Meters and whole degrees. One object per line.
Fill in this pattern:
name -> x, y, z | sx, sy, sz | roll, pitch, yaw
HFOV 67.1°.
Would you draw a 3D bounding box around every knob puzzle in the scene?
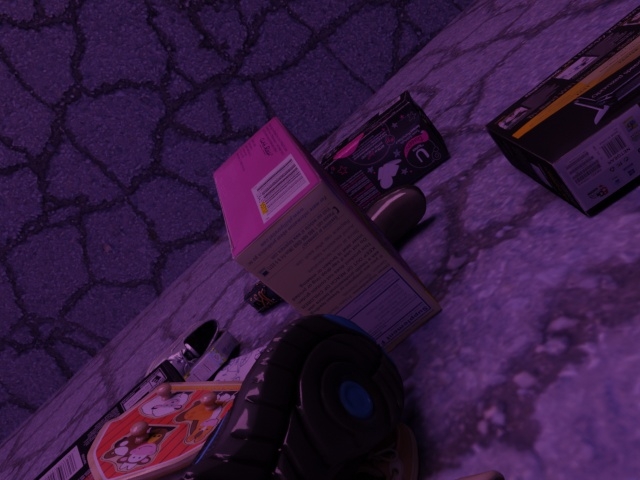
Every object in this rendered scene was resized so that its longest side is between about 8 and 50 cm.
knob puzzle -> -0.178, 0.207, 0.552 | 0.213, 0.030, 0.213 | -12, 11, 2

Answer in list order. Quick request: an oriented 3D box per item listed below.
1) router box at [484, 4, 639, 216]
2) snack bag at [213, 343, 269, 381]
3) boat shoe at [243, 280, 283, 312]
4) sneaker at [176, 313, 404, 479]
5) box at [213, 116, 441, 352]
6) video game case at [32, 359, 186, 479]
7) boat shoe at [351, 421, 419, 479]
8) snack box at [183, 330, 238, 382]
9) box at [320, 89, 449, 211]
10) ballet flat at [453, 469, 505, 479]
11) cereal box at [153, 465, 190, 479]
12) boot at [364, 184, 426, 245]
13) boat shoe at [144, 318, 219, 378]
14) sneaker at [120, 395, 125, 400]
router box -> 0.376, -0.186, 0.570 | 0.309, 0.081, 0.243 | -38, 16, 16
snack bag -> -0.122, 0.270, 0.671 | 0.323, 0.037, 0.342 | -28, 21, 41
boat shoe -> -0.108, 0.114, 1.006 | 0.083, 0.065, 0.183 | -48, 10, -13
sneaker -> -0.042, 0.173, 0.378 | 0.139, 0.125, 0.341 | -54, -11, 31
box -> 0.002, -0.002, 0.601 | 0.117, 0.243, 0.213 | -40, 33, 8
video game case -> -0.253, 0.308, 0.604 | 0.275, 0.035, 0.248 | -43, 34, -18
boat shoe -> 0.038, 0.213, 0.402 | 0.056, 0.048, 0.153 | -25, 24, 47
snack box -> -0.213, 0.233, 0.923 | 0.100, 0.037, 0.141 | -45, 3, 0
box -> 0.132, -0.182, 1.047 | 0.247, 0.142, 0.163 | -35, 16, 22
ballet flat -> 0.022, 0.234, 0.301 | 0.248, 0.086, 0.086 | -47, 16, -18
cereal box -> -0.104, 0.281, 0.436 | 0.240, 0.047, 0.173 | -7, 35, 30
boot -> 0.082, 0.031, 0.764 | 0.246, 0.083, 0.161 | -40, 26, 18
boat shoe -> -0.302, 0.253, 1.071 | 0.081, 0.079, 0.227 | -36, 13, 39
sneaker -> -0.322, 0.361, 0.762 | 0.131, 0.112, 0.296 | -55, 7, 35
